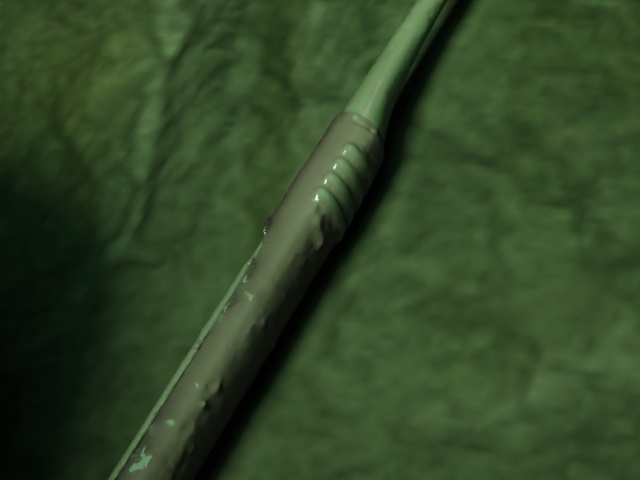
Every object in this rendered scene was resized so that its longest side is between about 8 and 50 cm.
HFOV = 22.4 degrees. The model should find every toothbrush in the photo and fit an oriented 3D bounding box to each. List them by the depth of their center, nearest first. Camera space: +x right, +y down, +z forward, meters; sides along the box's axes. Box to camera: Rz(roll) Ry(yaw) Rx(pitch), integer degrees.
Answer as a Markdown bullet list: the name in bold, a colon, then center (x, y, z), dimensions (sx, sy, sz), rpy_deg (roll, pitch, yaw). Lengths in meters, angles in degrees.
- **toothbrush**: center (0.000, 0.000, 0.426), dimensions (0.029, 0.024, 0.354), rpy_deg (18, 58, 23)
